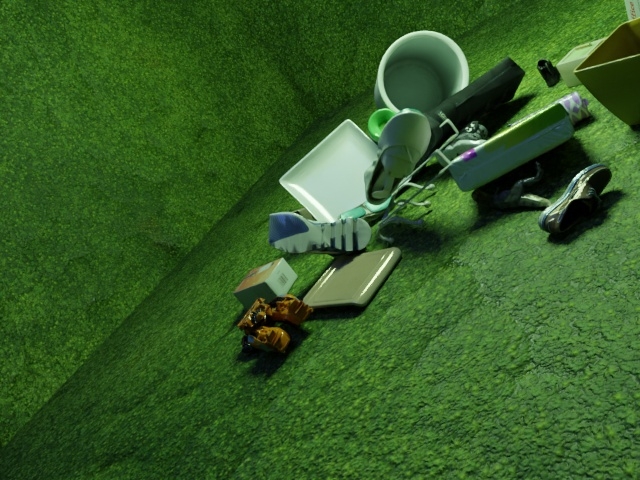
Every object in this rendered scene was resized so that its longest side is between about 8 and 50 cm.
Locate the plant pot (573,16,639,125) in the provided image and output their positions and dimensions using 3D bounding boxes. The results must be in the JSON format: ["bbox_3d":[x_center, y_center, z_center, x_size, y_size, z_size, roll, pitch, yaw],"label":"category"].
[{"bbox_3d":[0.750,-0.382,1.264,0.212,0.187,0.212,-43,19,-16],"label":"plant pot"}]

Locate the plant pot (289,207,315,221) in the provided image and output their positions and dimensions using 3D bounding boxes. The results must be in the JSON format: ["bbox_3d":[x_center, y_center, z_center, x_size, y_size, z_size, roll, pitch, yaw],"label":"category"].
[{"bbox_3d":[-0.058,-0.081,2.200,0.096,0.108,0.109,-35,13,-35],"label":"plant pot"}]

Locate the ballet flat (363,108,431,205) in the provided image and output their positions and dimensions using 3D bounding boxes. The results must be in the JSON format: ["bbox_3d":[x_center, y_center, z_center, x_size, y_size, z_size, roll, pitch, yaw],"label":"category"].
[{"bbox_3d":[0.208,-0.209,1.579,0.139,0.139,0.400,-45,-7,-22],"label":"ballet flat"}]

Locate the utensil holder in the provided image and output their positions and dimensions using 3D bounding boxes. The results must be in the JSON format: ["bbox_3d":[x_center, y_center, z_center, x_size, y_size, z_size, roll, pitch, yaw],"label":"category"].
[{"bbox_3d":[0.375,-0.602,2.204,0.328,0.327,0.385,-36,3,4],"label":"utensil holder"}]

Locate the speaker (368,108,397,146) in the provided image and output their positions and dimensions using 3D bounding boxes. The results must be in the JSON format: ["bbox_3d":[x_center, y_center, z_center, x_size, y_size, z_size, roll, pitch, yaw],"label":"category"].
[{"bbox_3d":[0.263,-0.386,2.084,0.131,0.131,0.296,-34,-16,11],"label":"speaker"}]

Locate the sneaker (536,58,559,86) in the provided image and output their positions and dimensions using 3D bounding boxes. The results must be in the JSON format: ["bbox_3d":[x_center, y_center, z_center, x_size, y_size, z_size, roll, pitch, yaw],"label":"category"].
[{"bbox_3d":[0.758,-0.573,1.877,0.051,0.089,0.170,-25,22,34],"label":"sneaker"}]

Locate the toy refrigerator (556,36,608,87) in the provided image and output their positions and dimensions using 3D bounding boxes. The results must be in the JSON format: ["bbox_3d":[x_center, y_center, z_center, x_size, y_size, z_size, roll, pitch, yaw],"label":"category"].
[{"bbox_3d":[0.835,-0.536,1.635,0.102,0.094,0.270,-43,18,-16],"label":"toy refrigerator"}]

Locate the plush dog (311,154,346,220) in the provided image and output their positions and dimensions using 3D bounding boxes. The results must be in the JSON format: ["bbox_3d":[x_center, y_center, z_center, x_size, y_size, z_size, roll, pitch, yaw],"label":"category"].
[{"bbox_3d":[0.062,-0.167,2.082,0.263,0.211,0.225,-19,49,43],"label":"plush dog"}]

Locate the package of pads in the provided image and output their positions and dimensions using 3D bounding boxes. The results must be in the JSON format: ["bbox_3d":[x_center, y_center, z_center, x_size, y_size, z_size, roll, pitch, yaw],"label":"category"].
[{"bbox_3d":[0.490,-0.234,1.440,0.297,0.101,0.229,-28,-1,24],"label":"package of pads"}]

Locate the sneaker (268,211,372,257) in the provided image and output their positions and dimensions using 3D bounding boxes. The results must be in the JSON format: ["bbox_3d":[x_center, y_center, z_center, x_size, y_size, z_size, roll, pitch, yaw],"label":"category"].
[{"bbox_3d":[0.001,0.000,1.734,0.316,0.127,0.182,4,-13,8],"label":"sneaker"}]

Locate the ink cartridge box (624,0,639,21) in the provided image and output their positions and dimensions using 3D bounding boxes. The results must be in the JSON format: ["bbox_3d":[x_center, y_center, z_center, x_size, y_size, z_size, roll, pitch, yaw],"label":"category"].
[{"bbox_3d":[0.884,-0.592,1.358,0.122,0.211,0.289,-37,38,4],"label":"ink cartridge box"}]

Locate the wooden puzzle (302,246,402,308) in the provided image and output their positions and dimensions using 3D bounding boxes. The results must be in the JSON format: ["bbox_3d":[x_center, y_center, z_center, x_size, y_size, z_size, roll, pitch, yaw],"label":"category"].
[{"bbox_3d":[0.089,0.110,1.550,0.239,0.044,0.221,-7,34,49],"label":"wooden puzzle"}]

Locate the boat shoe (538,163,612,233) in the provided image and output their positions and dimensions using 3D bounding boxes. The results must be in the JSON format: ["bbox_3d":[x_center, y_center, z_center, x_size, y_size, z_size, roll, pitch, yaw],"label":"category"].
[{"bbox_3d":[0.533,-0.078,1.145,0.183,0.066,0.066,-47,23,2],"label":"boat shoe"}]

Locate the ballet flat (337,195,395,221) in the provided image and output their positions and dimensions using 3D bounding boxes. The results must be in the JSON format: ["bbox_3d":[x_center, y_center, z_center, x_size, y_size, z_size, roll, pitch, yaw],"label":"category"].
[{"bbox_3d":[0.150,-0.088,1.857,0.213,0.068,0.072,-23,54,-18],"label":"ballet flat"}]

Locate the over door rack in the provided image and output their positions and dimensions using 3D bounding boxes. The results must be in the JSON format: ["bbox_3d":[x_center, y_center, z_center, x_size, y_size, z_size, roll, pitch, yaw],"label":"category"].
[{"bbox_3d":[0.296,-0.157,1.620,0.324,0.108,0.239,-56,4,37],"label":"over door rack"}]

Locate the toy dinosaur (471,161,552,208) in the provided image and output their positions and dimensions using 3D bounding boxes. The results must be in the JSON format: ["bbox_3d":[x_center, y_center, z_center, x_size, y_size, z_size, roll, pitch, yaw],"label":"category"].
[{"bbox_3d":[0.479,-0.121,1.342,0.118,0.064,0.268,-56,22,-9],"label":"toy dinosaur"}]

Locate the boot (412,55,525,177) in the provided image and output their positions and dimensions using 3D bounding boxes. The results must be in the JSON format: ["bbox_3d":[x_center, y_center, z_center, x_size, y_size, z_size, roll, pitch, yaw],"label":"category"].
[{"bbox_3d":[0.457,-0.416,1.948,0.445,0.146,0.367,-39,-1,-22],"label":"boot"}]

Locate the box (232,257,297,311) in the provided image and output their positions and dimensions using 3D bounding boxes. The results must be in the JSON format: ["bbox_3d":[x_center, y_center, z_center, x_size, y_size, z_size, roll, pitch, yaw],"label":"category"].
[{"bbox_3d":[-0.184,0.149,1.878,0.171,0.091,0.130,-22,24,39],"label":"box"}]

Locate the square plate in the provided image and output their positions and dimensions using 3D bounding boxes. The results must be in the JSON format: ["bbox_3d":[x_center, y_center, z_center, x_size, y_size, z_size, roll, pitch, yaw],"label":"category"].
[{"bbox_3d":[0.085,-0.210,1.983,0.344,0.347,0.049,-42,-24,-3],"label":"square plate"}]

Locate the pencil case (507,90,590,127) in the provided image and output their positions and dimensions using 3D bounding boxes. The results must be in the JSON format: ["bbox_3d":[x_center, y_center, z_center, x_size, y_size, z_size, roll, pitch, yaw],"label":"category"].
[{"bbox_3d":[0.627,-0.325,1.540,0.206,0.086,0.088,-25,-7,30],"label":"pencil case"}]

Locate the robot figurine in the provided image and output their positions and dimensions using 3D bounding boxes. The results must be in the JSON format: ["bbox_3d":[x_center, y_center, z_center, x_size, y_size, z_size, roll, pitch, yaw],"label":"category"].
[{"bbox_3d":[-0.141,0.228,1.590,0.211,0.085,0.291,-54,21,-21],"label":"robot figurine"}]

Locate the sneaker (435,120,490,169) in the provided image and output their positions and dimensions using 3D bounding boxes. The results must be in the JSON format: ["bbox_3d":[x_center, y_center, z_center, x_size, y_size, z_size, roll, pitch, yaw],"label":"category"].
[{"bbox_3d":[0.472,-0.300,1.721,0.153,0.101,0.269,-45,17,-13],"label":"sneaker"}]
